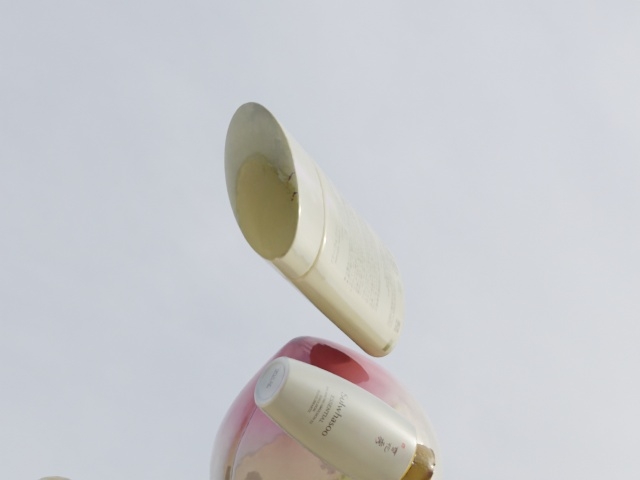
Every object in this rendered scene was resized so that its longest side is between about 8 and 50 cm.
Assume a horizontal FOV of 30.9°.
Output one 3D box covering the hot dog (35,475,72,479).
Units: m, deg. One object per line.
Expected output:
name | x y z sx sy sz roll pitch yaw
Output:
hot dog | -0.226 0.442 1.309 0.405 0.185 0.223 41 -28 -8

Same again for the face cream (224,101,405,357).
face cream | 0.000 0.000 1.291 0.081 0.173 0.348 -17 -29 17

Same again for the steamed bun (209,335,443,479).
steamed bun | -0.001 0.255 1.437 0.309 0.309 0.309 6 -41 5

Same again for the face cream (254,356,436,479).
face cream | 0.024 0.161 0.997 0.182 0.072 0.051 36 -19 -29
